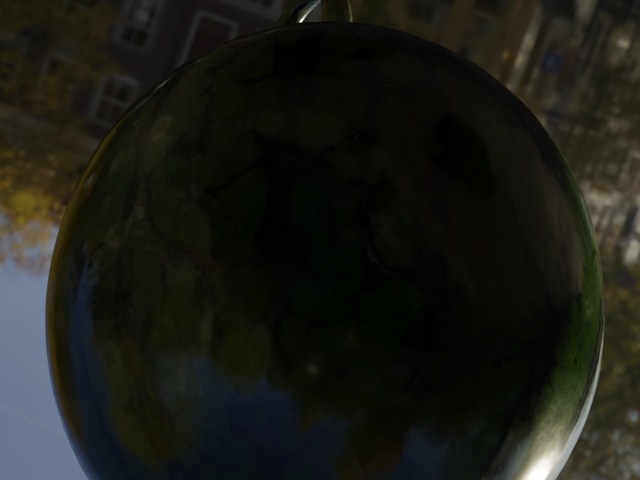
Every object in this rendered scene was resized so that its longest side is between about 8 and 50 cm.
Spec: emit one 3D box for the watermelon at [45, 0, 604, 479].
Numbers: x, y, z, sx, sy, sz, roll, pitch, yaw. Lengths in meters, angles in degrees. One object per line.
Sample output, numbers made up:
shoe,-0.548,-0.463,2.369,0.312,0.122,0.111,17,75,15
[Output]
watermelon,0.000,0.000,0.411,0.141,0.187,0.141,-1,153,-1
